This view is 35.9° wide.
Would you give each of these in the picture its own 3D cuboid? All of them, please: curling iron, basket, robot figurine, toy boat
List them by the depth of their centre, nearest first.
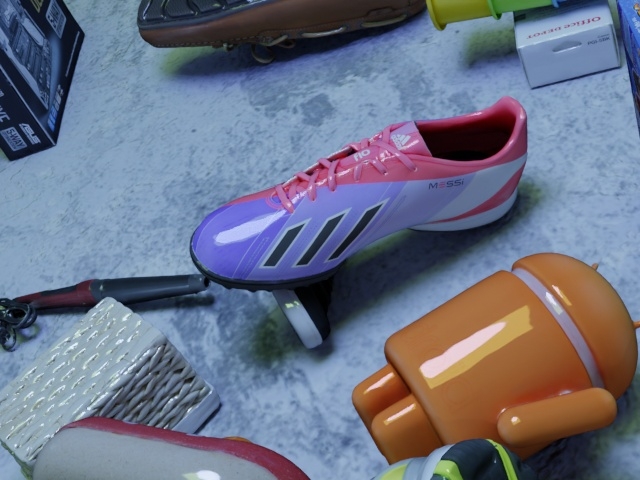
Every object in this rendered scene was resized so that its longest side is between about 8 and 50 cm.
[{"bbox_3d":[0.135,0.093,0.714,0.219,0.158,0.128,-31,79,-5],"label":"robot figurine"},{"bbox_3d":[-0.090,0.197,0.738,0.231,0.151,0.151,3,18,31],"label":"toy boat"},{"bbox_3d":[-0.192,0.146,0.853,0.167,0.103,0.113,-45,41,-20],"label":"basket"},{"bbox_3d":[-0.233,0.067,1.018,0.273,0.035,0.068,-10,46,20],"label":"curling iron"}]

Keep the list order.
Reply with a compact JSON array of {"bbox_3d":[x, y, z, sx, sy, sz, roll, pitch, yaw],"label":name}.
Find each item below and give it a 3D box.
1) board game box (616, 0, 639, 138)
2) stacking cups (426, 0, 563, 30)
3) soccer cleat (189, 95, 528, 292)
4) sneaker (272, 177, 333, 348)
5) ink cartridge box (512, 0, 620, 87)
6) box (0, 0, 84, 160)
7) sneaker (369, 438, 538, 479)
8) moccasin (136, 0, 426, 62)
[{"bbox_3d":[0.275,-0.079,0.767,0.035,0.201,0.136,-15,41,13],"label":"board game box"},{"bbox_3d":[0.268,-0.286,1.008,0.316,0.096,0.096,-6,43,19],"label":"stacking cups"},{"bbox_3d":[0.037,-0.048,0.855,0.318,0.116,0.109,-15,53,-18],"label":"soccer cleat"},{"bbox_3d":[0.000,0.000,0.928,0.121,0.079,0.217,-26,39,-1],"label":"sneaker"},{"bbox_3d":[0.261,-0.233,1.060,0.099,0.056,0.135,-12,41,18],"label":"ink cartridge box"},{"bbox_3d":[-0.440,-0.299,1.375,0.076,0.242,0.308,-17,39,11],"label":"box"},{"bbox_3d":[0.034,0.304,0.559,0.147,0.145,0.385,-30,28,50],"label":"sneaker"},{"bbox_3d":[-0.054,-0.303,1.264,0.379,0.147,0.139,-11,56,13],"label":"moccasin"}]
